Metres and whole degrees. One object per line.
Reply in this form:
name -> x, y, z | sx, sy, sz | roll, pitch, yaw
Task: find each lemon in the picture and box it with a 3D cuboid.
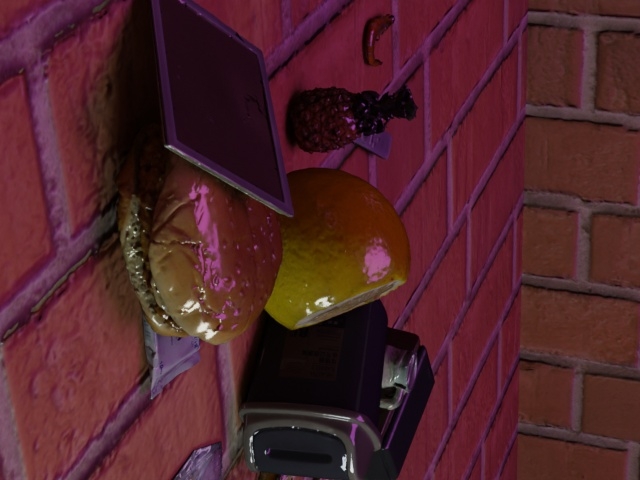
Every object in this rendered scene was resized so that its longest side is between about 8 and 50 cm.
lemon -> 0.000, 0.000, 2.014 | 0.219, 0.240, 0.240 | 65, 17, 9

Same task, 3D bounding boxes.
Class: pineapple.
pineapple -> 0.055, -0.193, 2.148 | 0.108, 0.197, 0.108 | -8, 90, -77

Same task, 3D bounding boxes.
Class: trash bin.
trash bin -> -0.003, 0.222, 2.135 | 0.182, 0.209, 0.290 | 60, 36, -59

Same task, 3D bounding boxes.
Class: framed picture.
framed picture -> -0.123, -0.171, 1.642 | 0.216, 0.016, 0.273 | 30, 38, -43

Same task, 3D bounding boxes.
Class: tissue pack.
tissue pack -> -0.195, 0.093, 1.788 | 0.122, 0.026, 0.193 | -39, 131, -57

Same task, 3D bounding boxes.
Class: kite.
kite -> -0.178, 0.471, 2.003 | 0.204, 0.022, 0.360 | -35, 129, -64

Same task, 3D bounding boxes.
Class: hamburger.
hamburger -> -0.142, -0.022, 1.694 | 0.259, 0.144, 0.283 | -59, 136, -49

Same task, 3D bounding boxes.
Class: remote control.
remote control -> 0.084, -0.187, 2.496 | 0.184, 0.027, 0.050 | 21, 76, -66

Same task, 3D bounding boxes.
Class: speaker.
speaker -> 0.072, 0.276, 2.397 | 0.153, 0.192, 0.231 | 72, 36, -53

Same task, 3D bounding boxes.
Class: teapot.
teapot -> 0.056, 0.218, 2.299 | 0.077, 0.200, 0.107 | 54, 45, -64

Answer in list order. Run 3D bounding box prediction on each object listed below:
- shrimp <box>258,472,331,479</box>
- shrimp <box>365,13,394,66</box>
shrimp -> -0.027, 0.359, 2.247 | 0.236, 0.133, 0.053 | -66, -170, -23
shrimp -> 0.107, -0.363, 2.486 | 0.127, 0.025, 0.091 | -51, 145, -49
